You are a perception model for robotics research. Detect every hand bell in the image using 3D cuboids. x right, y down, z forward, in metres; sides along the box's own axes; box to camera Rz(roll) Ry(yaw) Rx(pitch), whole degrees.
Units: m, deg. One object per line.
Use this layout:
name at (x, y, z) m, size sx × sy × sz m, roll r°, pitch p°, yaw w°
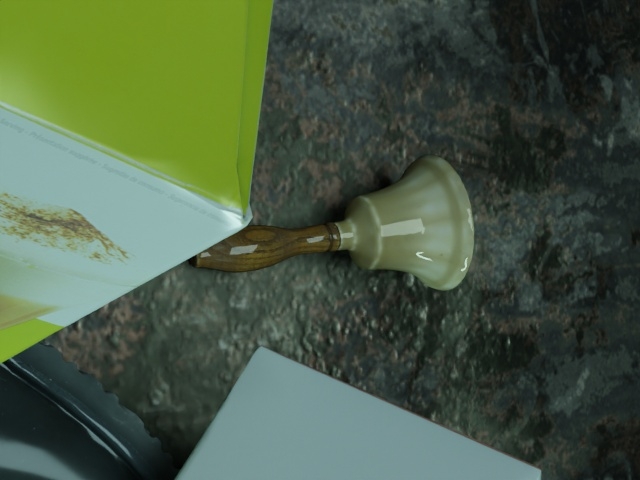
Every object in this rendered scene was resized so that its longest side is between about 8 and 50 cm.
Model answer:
hand bell at (0.000, 0.000, 1.127) m, size 0.242 × 0.126 × 0.126 m, roll -9°, pitch 93°, yaw -26°

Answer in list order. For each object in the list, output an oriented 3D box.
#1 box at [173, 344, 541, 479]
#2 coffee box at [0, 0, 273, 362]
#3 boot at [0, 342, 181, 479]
box at (0.030, 0.259, 0.945) m, size 0.168 × 0.215 × 0.345 m, roll -58°, pitch 158°, yaw -25°
coffee box at (-0.245, -0.159, 0.669) m, size 0.337 × 0.334 × 0.338 m, roll 25°, pitch 57°, yaw -33°
boot at (-0.314, 0.233, 0.777) m, size 0.367 × 0.146 × 0.445 m, roll 45°, pitch 49°, yaw -14°
